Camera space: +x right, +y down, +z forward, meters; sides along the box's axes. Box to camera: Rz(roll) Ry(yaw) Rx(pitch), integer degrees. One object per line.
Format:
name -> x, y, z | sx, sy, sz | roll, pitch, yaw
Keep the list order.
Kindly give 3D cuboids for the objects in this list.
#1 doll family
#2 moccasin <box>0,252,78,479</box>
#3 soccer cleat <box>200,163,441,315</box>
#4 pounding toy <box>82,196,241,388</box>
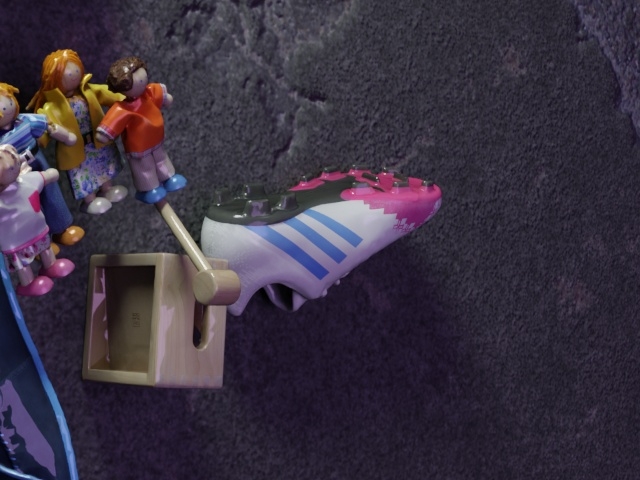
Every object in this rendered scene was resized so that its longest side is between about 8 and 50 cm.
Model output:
doll family -> -0.245, -0.078, 1.211 | 0.263, 0.118, 0.163 | -44, 130, -43
moccasin -> -0.320, 0.129, 1.203 | 0.117, 0.137, 0.342 | -21, 89, -37
soccer cleat -> 0.000, 0.000, 1.509 | 0.331, 0.116, 0.143 | -10, 112, -40
pounding toy -> -0.131, 0.052, 1.306 | 0.094, 0.206, 0.181 | 7, 84, -42
